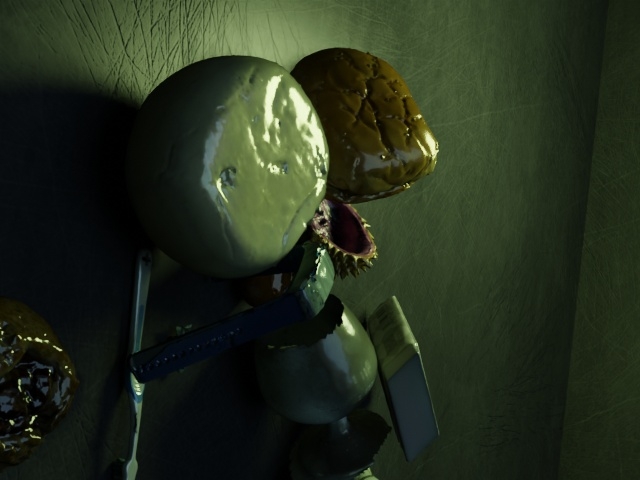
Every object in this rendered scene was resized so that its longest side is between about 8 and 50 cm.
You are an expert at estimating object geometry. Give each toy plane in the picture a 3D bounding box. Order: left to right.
[{"bbox_3d":[-0.232,0.177,1.478,0.080,0.033,0.083,1,98,-57],"label":"toy plane"}]

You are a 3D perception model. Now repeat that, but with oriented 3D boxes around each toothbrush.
[{"bbox_3d":[-0.286,0.202,1.391,0.040,0.040,0.386,12,81,-56],"label":"toothbrush"}]

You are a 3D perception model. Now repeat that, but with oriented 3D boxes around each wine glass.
[{"bbox_3d":[0.000,0.270,1.660,0.238,0.238,0.323,-48,128,-44],"label":"wine glass"}]

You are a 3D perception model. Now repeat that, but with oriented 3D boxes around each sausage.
[{"bbox_3d":[-0.086,-0.010,1.622,0.109,0.109,0.270,30,66,-53],"label":"sausage"}]

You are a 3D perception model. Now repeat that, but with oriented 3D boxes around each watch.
[{"bbox_3d":[-0.128,0.101,1.379,0.068,0.274,0.276,66,33,-28],"label":"watch"}]

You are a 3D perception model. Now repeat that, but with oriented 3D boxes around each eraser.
[{"bbox_3d":[0.162,0.268,1.825,0.397,0.082,0.213,-100,176,-79],"label":"eraser"}]

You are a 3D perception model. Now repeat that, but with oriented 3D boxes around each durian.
[{"bbox_3d":[0.006,0.012,1.666,0.154,0.186,0.260,39,32,-16],"label":"durian"}]

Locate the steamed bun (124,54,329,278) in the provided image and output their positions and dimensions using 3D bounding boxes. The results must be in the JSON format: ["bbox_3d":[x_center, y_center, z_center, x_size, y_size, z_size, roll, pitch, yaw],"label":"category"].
[{"bbox_3d":[-0.161,-0.123,1.389,0.334,0.233,0.312,-50,129,-38],"label":"steamed bun"}]

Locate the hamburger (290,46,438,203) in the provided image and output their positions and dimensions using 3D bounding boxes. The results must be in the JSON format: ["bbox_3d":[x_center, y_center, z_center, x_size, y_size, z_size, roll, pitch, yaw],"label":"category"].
[{"bbox_3d":[0.065,-0.213,1.623,0.318,0.158,0.319,10,59,-18],"label":"hamburger"}]

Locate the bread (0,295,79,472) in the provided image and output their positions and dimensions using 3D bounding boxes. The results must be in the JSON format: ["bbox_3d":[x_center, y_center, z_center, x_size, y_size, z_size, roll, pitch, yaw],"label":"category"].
[{"bbox_3d":[-0.411,0.184,1.133,0.230,0.123,0.230,1,88,-58],"label":"bread"}]

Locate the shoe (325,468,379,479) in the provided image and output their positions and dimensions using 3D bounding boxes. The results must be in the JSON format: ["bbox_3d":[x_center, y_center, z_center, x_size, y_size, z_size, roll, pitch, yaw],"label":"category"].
[{"bbox_3d":[0.091,0.520,1.795,0.316,0.159,0.124,22,88,-74],"label":"shoe"}]
